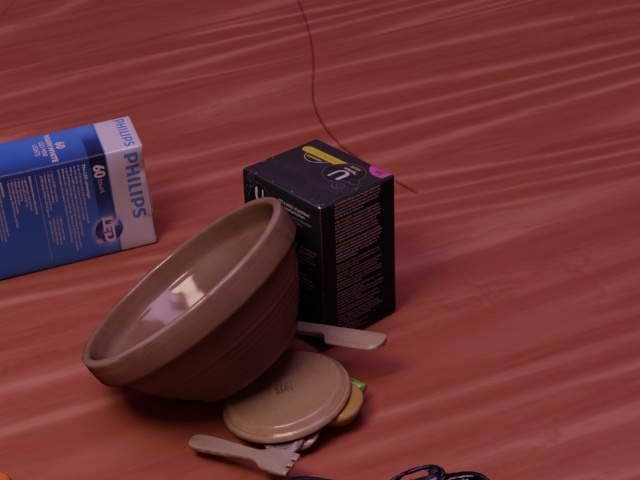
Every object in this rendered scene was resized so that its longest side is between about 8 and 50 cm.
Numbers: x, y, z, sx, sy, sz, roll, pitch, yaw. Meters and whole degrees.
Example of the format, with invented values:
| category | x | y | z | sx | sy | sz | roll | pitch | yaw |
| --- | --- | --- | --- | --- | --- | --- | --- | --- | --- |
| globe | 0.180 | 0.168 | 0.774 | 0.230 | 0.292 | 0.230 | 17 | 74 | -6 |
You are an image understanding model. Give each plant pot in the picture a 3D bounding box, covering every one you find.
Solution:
| category | x | y | z | sx | sy | sz | roll | pitch | yaw |
| --- | --- | --- | --- | --- | --- | --- | --- | --- | --- |
| plant pot | -0.100 | 0.075 | 1.318 | 0.237 | 0.109 | 0.237 | -36 | 15 | 11 |

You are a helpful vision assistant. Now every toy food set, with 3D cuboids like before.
| category | x | y | z | sx | sy | sz | roll | pitch | yaw |
| --- | --- | --- | --- | --- | --- | --- | --- | --- | --- |
| toy food set | -0.026 | 0.152 | 1.303 | 0.132 | 0.038 | 0.192 | 8 | 40 | 33 |

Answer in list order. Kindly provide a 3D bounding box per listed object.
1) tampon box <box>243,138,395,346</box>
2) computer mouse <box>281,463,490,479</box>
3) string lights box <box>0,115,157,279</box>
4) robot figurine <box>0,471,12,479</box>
| category | x | y | z | sx | sy | sz | roll | pitch | yaw |
| --- | --- | --- | --- | --- | --- | --- | --- | --- | --- |
| tampon box | 0.000 | 0.000 | 1.411 | 0.101 | 0.161 | 0.120 | -25 | 37 | -35 |
| computer mouse | 0.042 | 0.269 | 1.076 | 0.189 | 0.072 | 0.272 | -2 | 20 | 8 |
| string lights box | -0.321 | -0.038 | 1.551 | 0.260 | 0.133 | 0.077 | -14 | 36 | -14 |
| robot figurine | -0.351 | 0.237 | 1.123 | 0.219 | 0.158 | 0.128 | -5 | 9 | -1 |
